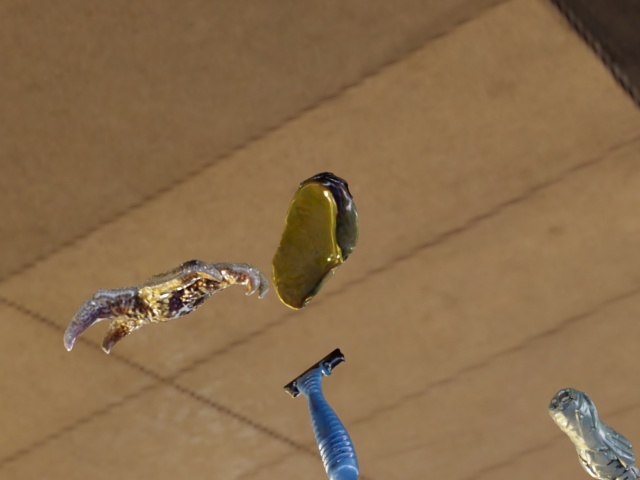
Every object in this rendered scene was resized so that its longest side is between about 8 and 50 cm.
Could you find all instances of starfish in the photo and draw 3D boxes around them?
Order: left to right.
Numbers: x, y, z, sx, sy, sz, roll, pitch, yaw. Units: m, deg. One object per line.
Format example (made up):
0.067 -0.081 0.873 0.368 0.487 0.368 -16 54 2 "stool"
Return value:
-0.175 0.067 1.787 0.216 0.071 0.238 -3 158 -35 "starfish"

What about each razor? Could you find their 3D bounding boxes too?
0.004 0.194 1.774 0.082 0.253 0.042 -36 115 7 "razor"

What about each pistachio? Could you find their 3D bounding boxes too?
0.000 0.000 1.928 0.049 0.089 0.173 -28 139 -66 "pistachio"

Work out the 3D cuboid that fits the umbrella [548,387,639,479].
0.311 0.224 1.829 0.067 0.062 0.143 -23 115 45 "umbrella"
